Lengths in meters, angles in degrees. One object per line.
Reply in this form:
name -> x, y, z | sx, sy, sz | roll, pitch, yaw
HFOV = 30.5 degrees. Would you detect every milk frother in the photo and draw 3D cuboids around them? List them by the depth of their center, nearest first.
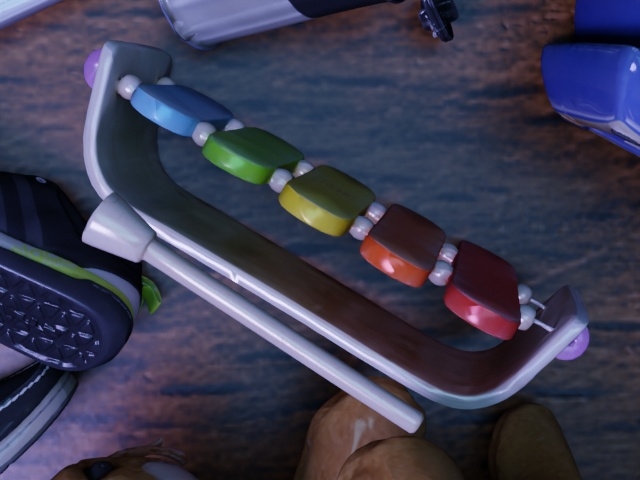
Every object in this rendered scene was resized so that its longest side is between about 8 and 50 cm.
milk frother -> -0.002, -0.157, 0.713 | 0.134, 0.129, 0.143 | -8, 128, 30

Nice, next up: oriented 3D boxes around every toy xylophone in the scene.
toy xylophone -> 0.000, 0.000, 0.654 | 0.322, 0.236, 0.081 | 29, 101, -4

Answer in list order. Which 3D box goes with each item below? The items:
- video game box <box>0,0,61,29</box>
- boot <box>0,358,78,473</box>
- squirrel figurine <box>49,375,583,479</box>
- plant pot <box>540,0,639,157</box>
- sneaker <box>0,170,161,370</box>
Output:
video game box -> -0.220, -0.220, 0.706 | 0.205, 0.048, 0.187 | -25, 100, -3
boot -> -0.286, 0.091, 0.700 | 0.236, 0.085, 0.178 | -31, 100, 2
squirrel figurine -> -0.007, 0.275, 0.626 | 0.370, 0.281, 0.397 | 4, 105, -19
plant pot -> 0.265, -0.127, 0.669 | 0.236, 0.236, 0.212 | 25, 98, -6
sneaker -> -0.207, -0.006, 0.709 | 0.234, 0.097, 0.084 | 34, 125, -12
